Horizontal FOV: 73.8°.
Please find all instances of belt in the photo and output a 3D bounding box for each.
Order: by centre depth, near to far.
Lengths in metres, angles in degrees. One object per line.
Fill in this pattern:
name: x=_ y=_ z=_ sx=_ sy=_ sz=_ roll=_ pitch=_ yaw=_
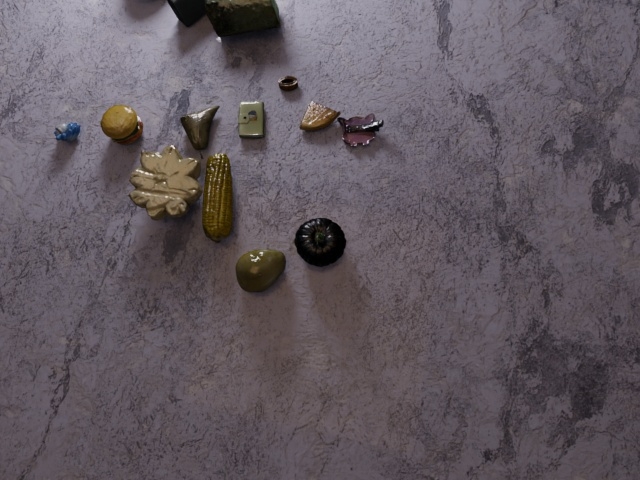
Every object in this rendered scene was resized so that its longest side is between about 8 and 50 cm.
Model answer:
belt: x=-0.138 y=-0.672 z=1.823 sx=0.083 sy=0.036 sz=0.059 roll=-3 pitch=70 yaw=1

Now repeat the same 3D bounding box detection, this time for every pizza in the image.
pizza: x=-0.016 y=-0.519 z=1.775 sx=0.178 sy=0.041 sz=0.131 roll=-31 pitch=71 yaw=-1

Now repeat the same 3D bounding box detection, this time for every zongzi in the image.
zongzi: x=-0.465 y=-0.458 z=1.771 sx=0.178 sy=0.081 sz=0.189 roll=-26 pitch=82 yaw=-14

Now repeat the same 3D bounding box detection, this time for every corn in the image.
corn: x=-0.400 y=-0.169 z=1.672 sx=0.121 sy=0.120 sz=0.363 roll=-1 pitch=76 yaw=2

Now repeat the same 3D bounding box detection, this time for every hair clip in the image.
hair clip: x=0.170 y=-0.456 z=1.755 sx=0.187 sy=0.056 sz=0.146 roll=-9 pitch=73 yaw=12

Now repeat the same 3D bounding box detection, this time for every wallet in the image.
wallet: x=-0.290 y=-0.504 z=1.787 sx=0.110 sy=0.039 sz=0.155 roll=-1 pitch=77 yaw=-1

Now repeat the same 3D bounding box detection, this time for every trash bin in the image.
trash bin: x=-0.549 y=-1.080 z=1.869 sx=0.236 sy=0.176 sz=0.101 roll=-45 pitch=79 yaw=-4

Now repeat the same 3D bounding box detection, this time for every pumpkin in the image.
pumpkin: x=0.000 y=0.004 z=1.605 sx=0.194 sy=0.150 sz=0.194 roll=14 pitch=49 yaw=-16

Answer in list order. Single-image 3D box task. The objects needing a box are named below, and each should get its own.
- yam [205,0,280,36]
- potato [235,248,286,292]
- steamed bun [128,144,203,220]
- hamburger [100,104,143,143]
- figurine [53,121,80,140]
yam: x=-0.332 y=-0.996 z=1.832 sx=0.300 sy=0.195 sz=0.195 roll=-8 pitch=76 yaw=0
potato: x=-0.219 y=0.108 z=1.594 sx=0.194 sy=0.157 sz=0.157 roll=-23 pitch=76 yaw=-17
steamed bun: x=-0.594 y=-0.225 z=1.675 sx=0.292 sy=0.137 sz=0.295 roll=-43 pitch=85 yaw=-7
hamburger: x=-0.821 y=-0.478 z=1.764 sx=0.162 sy=0.115 sz=0.162 roll=-1 pitch=74 yaw=3
figurine: x=-1.058 y=-0.461 z=1.788 sx=0.114 sy=0.079 sz=0.114 roll=-21 pitch=34 yaw=15
